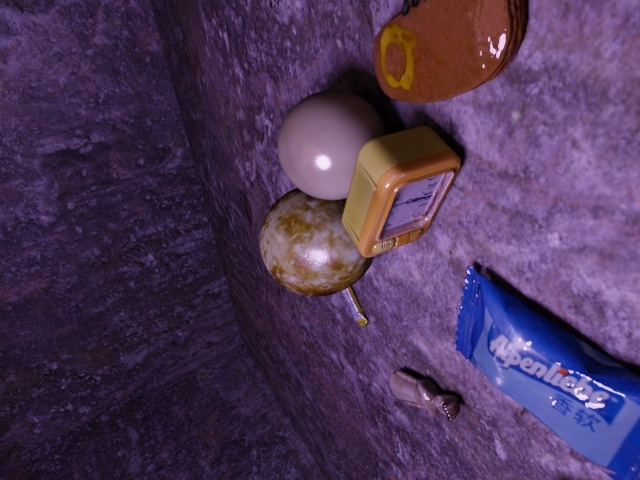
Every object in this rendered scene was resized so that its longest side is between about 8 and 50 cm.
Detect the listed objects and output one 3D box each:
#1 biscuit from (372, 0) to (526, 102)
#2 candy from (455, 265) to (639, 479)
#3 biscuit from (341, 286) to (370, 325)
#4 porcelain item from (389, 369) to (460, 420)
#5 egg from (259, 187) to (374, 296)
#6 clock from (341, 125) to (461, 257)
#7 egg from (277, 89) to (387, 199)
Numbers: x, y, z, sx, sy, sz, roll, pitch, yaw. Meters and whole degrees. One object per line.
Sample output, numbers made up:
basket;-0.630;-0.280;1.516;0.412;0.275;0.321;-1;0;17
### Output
biscuit;0.132;-0.320;0.542;0.262;0.052;0.277;23;131;58
candy;0.315;0.189;0.594;0.331;0.077;0.187;38;137;48
biscuit;0.052;0.094;1.129;0.292;0.026;0.048;65;153;4
porcelain item;0.230;0.340;0.932;0.084;0.054;0.213;66;158;-3
egg;0.000;0.000;0.890;0.289;0.238;0.238;-1;111;57
clock;0.122;-0.071;0.678;0.202;0.143;0.096;100;148;-53
egg;0.015;-0.168;0.762;0.253;0.188;0.189;20;130;70
